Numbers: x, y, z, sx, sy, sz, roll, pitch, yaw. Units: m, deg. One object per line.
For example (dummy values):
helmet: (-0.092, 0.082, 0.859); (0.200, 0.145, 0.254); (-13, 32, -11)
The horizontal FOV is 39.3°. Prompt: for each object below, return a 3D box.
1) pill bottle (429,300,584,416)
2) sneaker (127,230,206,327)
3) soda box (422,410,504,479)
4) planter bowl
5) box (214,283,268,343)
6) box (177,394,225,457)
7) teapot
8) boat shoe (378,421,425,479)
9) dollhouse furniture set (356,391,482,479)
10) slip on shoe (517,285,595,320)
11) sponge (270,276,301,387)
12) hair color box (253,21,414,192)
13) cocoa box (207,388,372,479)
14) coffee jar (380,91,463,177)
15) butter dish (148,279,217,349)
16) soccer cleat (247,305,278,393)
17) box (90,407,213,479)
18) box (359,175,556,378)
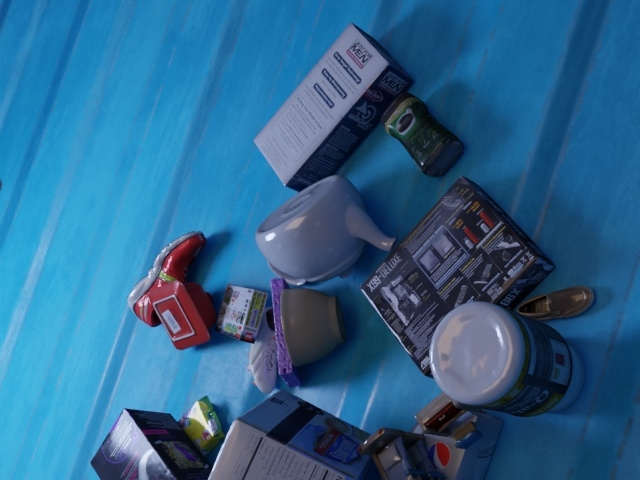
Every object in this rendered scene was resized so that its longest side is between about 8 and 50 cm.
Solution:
pill bottle: (0.311, 0.200, 1.453); (0.162, 0.278, 0.162); (-14, 67, 37)
sneaker: (-0.350, 0.097, 2.181); (0.118, 0.107, 0.279); (45, 110, 20)
soda box: (0.218, 0.429, 1.577); (0.091, 0.098, 0.286); (18, 87, 44)
planter bowl: (-0.010, 0.170, 1.829); (0.109, 0.162, 0.162); (-10, 67, 9)
box: (-0.177, 0.159, 1.977); (0.207, 0.036, 0.114); (3, 77, 69)
box: (-0.287, 0.444, 2.032); (0.179, 0.043, 0.105); (-48, 51, 21)
teapot: (0.000, 0.000, 1.847); (0.252, 0.187, 0.256); (-35, 13, 0)
boat shoe: (0.145, 0.423, 1.661); (0.076, 0.080, 0.228); (28, 102, 40)
dollhouse furniture set: (0.182, 0.348, 1.480); (0.183, 0.129, 0.129); (-45, 51, 21)
slip on shoe: (0.408, 0.110, 1.561); (0.135, 0.041, 0.051); (-15, 66, 36)
sponge: (-0.071, 0.193, 1.885); (0.031, 0.117, 0.210); (-9, 67, 6)
hair color box: (0.024, -0.282, 1.968); (0.347, 0.105, 0.174); (-48, 51, 18)
cocoa box: (-0.053, 0.436, 1.599); (0.228, 0.347, 0.231); (24, 93, 10)
coffee jar: (0.202, -0.217, 1.816); (0.096, 0.079, 0.184); (-50, 52, 19)
butter dish: (-0.301, 0.157, 2.094); (0.160, 0.118, 0.160); (-22, 98, 47)
soccer cleat: (-0.116, 0.233, 1.945); (0.076, 0.068, 0.196); (-24, 59, 29)
box: (-0.350, 0.510, 1.939); (0.270, 0.143, 0.165); (41, 103, 40)
box: (0.247, 0.070, 1.686); (0.307, 0.076, 0.242); (-49, 51, 16)
